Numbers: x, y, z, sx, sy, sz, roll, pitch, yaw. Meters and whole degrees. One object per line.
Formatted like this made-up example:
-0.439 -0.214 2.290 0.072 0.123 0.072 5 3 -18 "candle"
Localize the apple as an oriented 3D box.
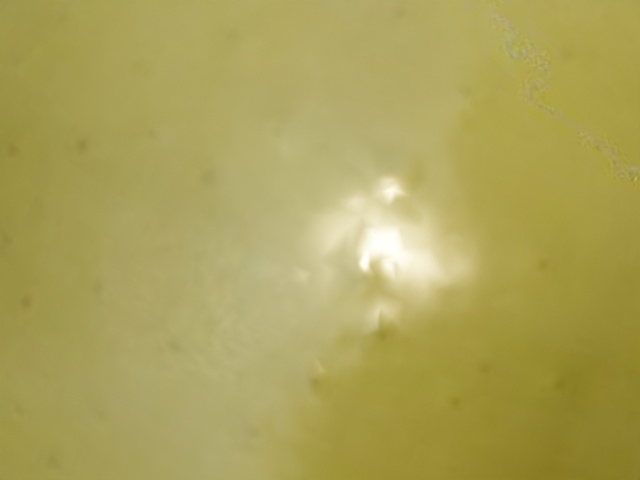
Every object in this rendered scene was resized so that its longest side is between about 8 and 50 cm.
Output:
0.000 0.000 0.613 0.473 0.473 0.474 -158 90 -89 "apple"
